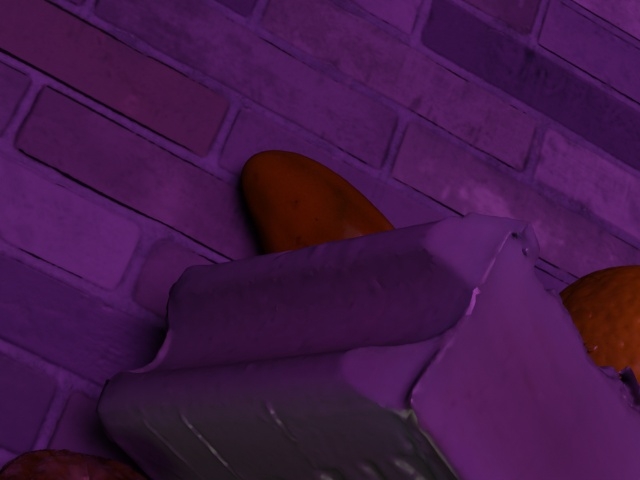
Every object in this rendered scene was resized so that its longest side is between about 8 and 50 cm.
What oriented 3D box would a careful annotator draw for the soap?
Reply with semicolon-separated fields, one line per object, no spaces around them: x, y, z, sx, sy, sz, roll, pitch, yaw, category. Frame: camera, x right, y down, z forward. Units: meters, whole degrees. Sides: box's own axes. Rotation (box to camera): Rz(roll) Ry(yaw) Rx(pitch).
0.054;0.177;1.262;0.350;0.435;0.213;50;54;-28;soap

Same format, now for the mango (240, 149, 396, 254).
0.000;0.000;1.511;0.138;0.113;0.253;-46;74;6;mango

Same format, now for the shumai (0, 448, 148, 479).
-0.208;0.276;1.282;0.209;0.153;0.161;42;65;-10;shumai

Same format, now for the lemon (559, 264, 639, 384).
0.368;0.185;1.507;0.336;0.336;0.336;10;66;-23;lemon
